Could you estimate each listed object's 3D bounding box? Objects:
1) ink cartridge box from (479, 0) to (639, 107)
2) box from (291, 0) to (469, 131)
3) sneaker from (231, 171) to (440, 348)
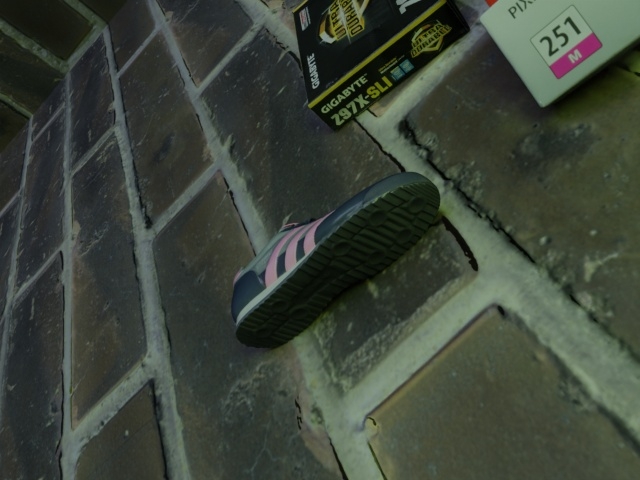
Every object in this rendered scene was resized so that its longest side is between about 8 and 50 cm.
[{"bbox_3d":[0.275,-0.313,0.615,0.275,0.060,0.238,-38,82,40],"label":"ink cartridge box"},{"bbox_3d":[0.080,-0.365,1.016,0.257,0.079,0.321,-32,41,23],"label":"box"},{"bbox_3d":[0.000,0.000,0.778,0.319,0.112,0.131,-37,42,18],"label":"sneaker"}]
